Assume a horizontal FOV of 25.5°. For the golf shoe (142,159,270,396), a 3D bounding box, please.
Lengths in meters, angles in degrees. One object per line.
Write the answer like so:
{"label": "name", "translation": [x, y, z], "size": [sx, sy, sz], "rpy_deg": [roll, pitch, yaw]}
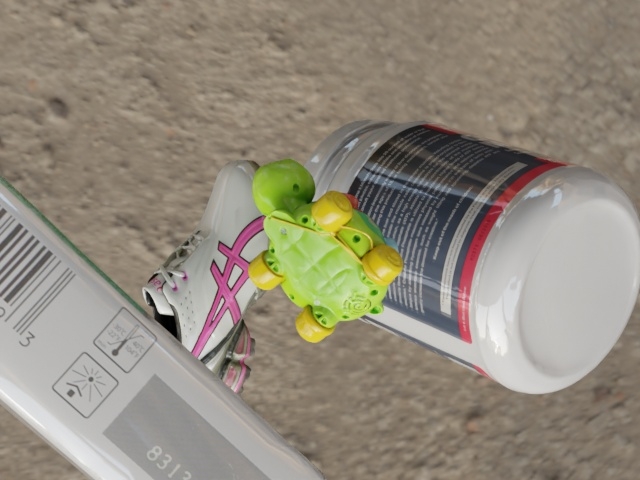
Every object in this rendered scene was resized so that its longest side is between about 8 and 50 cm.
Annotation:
{"label": "golf shoe", "translation": [-0.083, 0.028, 1.032], "size": [0.067, 0.086, 0.186], "rpy_deg": [8, 86, 57]}

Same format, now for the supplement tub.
{"label": "supplement tub", "translation": [0.120, 0.003, 1.218], "size": [0.272, 0.191, 0.191], "rpy_deg": [23, 95, 46]}

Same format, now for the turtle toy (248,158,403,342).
{"label": "turtle toy", "translation": [0.000, 0.000, 0.969], "size": [0.130, 0.066, 0.095], "rpy_deg": [48, 121, -1]}

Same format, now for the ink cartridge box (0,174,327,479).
{"label": "ink cartridge box", "translation": [-0.110, 0.034, 0.517], "size": [0.181, 0.224, 0.056], "rpy_deg": [44, 77, -15]}
